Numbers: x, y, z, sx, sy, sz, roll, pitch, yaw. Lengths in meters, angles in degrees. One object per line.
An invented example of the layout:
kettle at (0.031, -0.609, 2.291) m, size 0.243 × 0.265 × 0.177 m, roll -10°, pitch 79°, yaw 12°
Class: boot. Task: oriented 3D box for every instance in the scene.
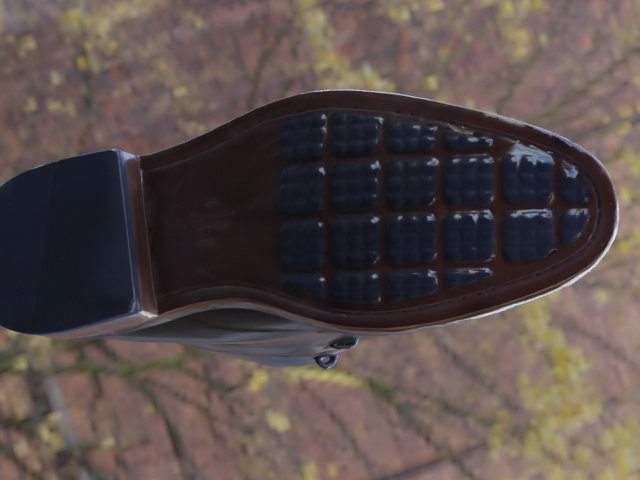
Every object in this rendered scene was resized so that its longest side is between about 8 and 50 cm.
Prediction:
boot at (0.000, 0.000, 0.653) m, size 0.106 × 0.219 × 0.082 m, roll 25°, pitch 64°, yaw -69°
